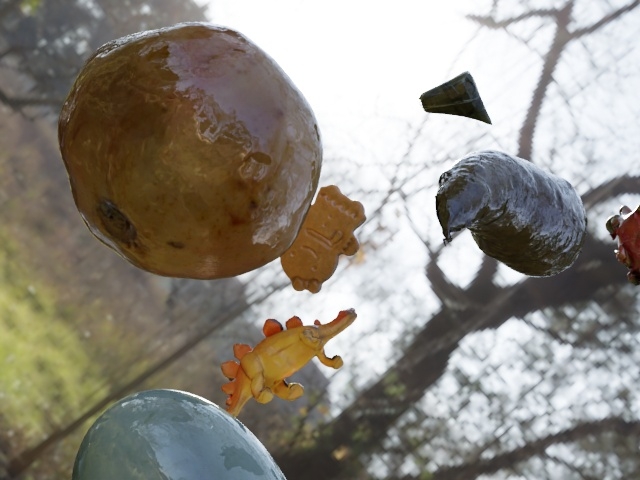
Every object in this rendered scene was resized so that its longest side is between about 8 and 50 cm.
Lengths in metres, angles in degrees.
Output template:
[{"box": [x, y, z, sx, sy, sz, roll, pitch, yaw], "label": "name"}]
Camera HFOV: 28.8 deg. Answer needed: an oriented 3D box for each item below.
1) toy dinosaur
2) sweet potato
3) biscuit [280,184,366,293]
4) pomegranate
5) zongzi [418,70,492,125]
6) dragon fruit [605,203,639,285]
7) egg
[{"box": [-0.073, 0.168, 1.658, 0.117, 0.288, 0.070, 37, -22, 48], "label": "toy dinosaur"}, {"box": [0.213, -0.034, 1.408, 0.130, 0.130, 0.422, 47, 13, 23], "label": "sweet potato"}, {"box": [-0.002, -0.006, 2.108, 0.133, 0.184, 0.027, 47, 7, 20], "label": "biscuit"}, {"box": [-0.178, -0.138, 1.873, 0.411, 0.411, 0.411, 49, -12, 14], "label": "pomegranate"}, {"box": [0.233, -0.225, 2.163, 0.052, 0.104, 0.113, -105, 168, -61], "label": "zongzi"}, {"box": [0.577, -0.004, 2.213, 0.150, 0.133, 0.208, 55, 6, -30], "label": "dragon fruit"}, {"box": [-0.125, 0.332, 1.315, 0.371, 0.230, 0.230, 61, -11, 7], "label": "egg"}]
